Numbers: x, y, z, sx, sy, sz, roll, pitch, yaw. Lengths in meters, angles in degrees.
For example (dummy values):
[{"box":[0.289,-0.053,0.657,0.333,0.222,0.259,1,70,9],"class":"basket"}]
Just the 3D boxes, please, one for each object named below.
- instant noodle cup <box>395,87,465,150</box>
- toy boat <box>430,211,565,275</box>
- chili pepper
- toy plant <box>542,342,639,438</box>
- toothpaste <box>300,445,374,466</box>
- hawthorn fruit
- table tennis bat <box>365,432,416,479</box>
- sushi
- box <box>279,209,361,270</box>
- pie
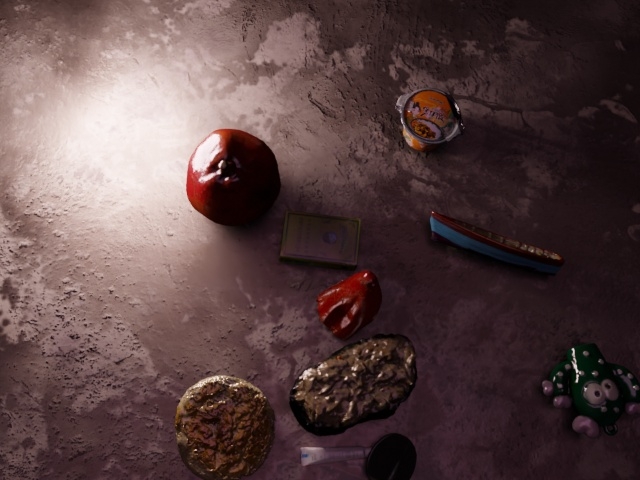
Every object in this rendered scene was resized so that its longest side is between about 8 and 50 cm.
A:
[{"box":[0.315,-0.342,2.010,0.208,0.125,0.177,42,76,8],"class":"instant noodle cup"},{"box":[0.490,0.011,1.928,0.392,0.136,0.079,17,104,1],"class":"toy boat"},{"box":[0.091,0.163,1.784,0.136,0.252,0.144,12,64,-19],"class":"chili pepper"},{"box":[0.731,0.401,1.821,0.232,0.112,0.243,-34,73,-14],"class":"toy plant"},{"box":[0.044,0.556,1.772,0.190,0.031,0.048,-3,74,-2],"class":"toothpaste"},{"box":[-0.237,-0.177,1.831,0.265,0.307,0.265,0,79,0],"class":"hawthorn fruit"},{"box":[0.168,0.605,1.758,0.130,0.019,0.220,31,77,-9],"class":"table tennis bat"},{"box":[0.089,0.375,1.756,0.350,0.171,0.211,-21,74,-11],"class":"sushi"},{"box":[0.000,0.000,1.919,0.220,0.064,0.141,8,72,-3],"class":"box"},{"box":[-0.250,0.485,1.760,0.274,0.055,0.274,1,78,-6],"class":"pie"}]
